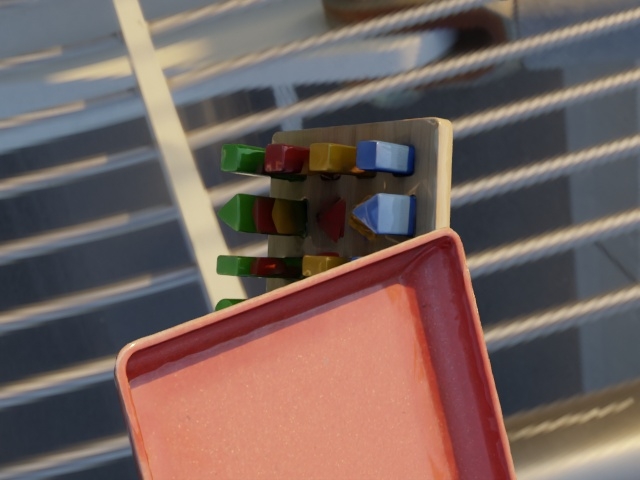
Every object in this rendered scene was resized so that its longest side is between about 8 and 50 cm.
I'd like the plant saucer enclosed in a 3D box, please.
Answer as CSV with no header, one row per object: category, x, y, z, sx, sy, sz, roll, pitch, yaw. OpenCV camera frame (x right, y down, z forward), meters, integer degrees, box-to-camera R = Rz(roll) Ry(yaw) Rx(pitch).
plant saucer,0.007,0.147,0.766,0.259,0.047,0.258,-19,98,-42

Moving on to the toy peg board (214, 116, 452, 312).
toy peg board,0.000,0.000,0.930,0.079,0.160,0.161,4,87,-44
